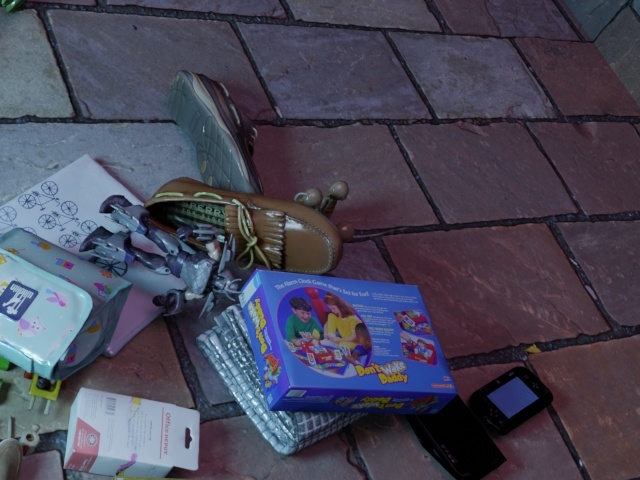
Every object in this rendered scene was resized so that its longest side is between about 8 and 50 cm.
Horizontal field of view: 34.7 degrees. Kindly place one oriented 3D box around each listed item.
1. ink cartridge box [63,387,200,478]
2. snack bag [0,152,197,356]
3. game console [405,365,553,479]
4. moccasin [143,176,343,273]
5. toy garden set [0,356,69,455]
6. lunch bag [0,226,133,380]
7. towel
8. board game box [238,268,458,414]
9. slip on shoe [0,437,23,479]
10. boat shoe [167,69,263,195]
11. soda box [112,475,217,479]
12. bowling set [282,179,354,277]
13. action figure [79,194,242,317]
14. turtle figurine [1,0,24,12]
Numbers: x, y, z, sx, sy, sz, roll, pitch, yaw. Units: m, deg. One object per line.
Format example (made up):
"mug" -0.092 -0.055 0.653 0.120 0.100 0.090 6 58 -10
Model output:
"ink cartridge box" -0.294 0.312 1.616 0.198 0.067 0.115 15 47 -20
"snack bag" -0.396 0.020 1.829 0.342 0.037 0.323 42 43 6
"game console" 0.320 0.330 2.013 0.361 0.044 0.213 -20 66 -43
"moccasin" -0.140 -0.022 1.828 0.380 0.139 0.147 22 28 18
"toy garden set" -0.498 0.249 1.552 0.204 0.049 0.244 20 45 -17
"lunch bag" -0.443 0.105 1.567 0.223 0.160 0.262 26 17 5
"towel" -0.045 0.214 1.823 0.235 0.121 0.283 -20 66 -43
"board game box" 0.049 0.179 1.776 0.347 0.078 0.233 8 49 -32
"slip on shoe" -0.460 0.348 1.471 0.051 0.041 0.135 38 54 -26
"boat shoe" -0.188 -0.214 2.098 0.130 0.132 0.355 -8 60 -37
"soda box" -0.237 0.405 1.577 0.181 0.058 0.061 9 50 -26
"bowling set" 0.000 0.000 2.013 0.200 0.154 0.287 48 44 13
"action figure" -0.262 0.032 1.771 0.285 0.185 0.099 26 14 8
"turtle figurine" -0.720 -0.564 2.047 0.266 0.198 0.274 50 53 -8
